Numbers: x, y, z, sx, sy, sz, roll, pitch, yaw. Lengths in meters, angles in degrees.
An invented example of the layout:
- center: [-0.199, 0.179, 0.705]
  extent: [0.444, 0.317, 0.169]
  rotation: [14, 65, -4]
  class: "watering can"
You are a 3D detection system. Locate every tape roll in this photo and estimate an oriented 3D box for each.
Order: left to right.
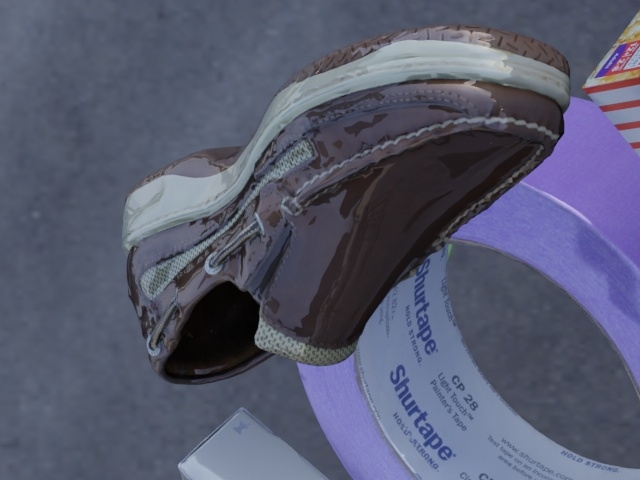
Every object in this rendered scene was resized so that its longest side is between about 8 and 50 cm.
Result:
- center: [0.115, 0.064, 1.028]
  extent: [0.275, 0.090, 0.275]
  rotation: [24, 131, 30]
  class: "tape roll"

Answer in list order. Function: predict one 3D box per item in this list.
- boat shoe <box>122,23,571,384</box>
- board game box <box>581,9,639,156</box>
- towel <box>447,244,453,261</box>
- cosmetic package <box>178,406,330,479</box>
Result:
- center: [0.007, 0.001, 0.739]
  extent: [0.257, 0.095, 0.095]
  rotation: [-28, 56, 57]
  class: "boat shoe"
- center: [0.215, -0.083, 0.849]
  extent: [0.045, 0.147, 0.193]
  rotation: [-7, 41, 56]
  class: "board game box"
- center: [0.024, -0.028, 1.372]
  extent: [0.152, 0.113, 0.023]
  rotation: [18, 120, 5]
  class: "towel"
- center: [-0.023, 0.130, 0.869]
  extent: [0.060, 0.041, 0.115]
  rotation: [37, 156, 28]
  class: "cosmetic package"
